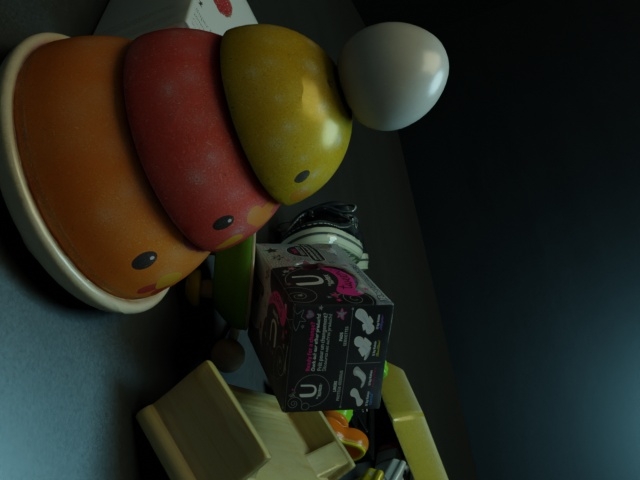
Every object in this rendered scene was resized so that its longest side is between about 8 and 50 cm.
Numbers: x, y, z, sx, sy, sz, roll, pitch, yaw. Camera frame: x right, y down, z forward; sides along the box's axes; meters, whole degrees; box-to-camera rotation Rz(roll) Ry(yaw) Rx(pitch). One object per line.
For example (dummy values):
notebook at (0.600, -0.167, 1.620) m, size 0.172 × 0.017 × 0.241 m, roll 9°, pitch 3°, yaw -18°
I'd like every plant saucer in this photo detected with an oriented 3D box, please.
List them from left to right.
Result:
plant saucer at (0.229, 0.480, 1.932) m, size 0.333 × 0.080 × 0.333 m, roll -112°, pitch -179°, yaw -72°

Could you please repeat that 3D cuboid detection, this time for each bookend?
bookend at (0.054, 0.358, 1.630) m, size 0.157 × 0.072 × 0.156 m, roll -84°, pitch 153°, yaw -54°

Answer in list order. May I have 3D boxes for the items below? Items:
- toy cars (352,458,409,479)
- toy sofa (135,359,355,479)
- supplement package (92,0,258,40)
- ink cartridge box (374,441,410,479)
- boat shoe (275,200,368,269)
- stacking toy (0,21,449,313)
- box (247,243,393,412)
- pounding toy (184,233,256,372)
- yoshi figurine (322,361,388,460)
toy cars at (0.097, 0.522, 1.578) m, size 0.177 × 0.087 × 0.393 m, roll -68°, pitch 160°, yaw -4°
toy sofa at (-0.106, 0.297, 1.072) m, size 0.150 × 0.177 × 0.362 m, roll 53°, pitch 7°, yaw 26°
supplement package at (-0.215, -0.301, 1.187) m, size 0.293 × 0.175 × 0.178 m, roll -89°, pitch 156°, yaw -47°
ink cartridge box at (0.170, 0.560, 1.850) m, size 0.135 × 0.056 × 0.099 m, roll -61°, pitch 132°, yaw -69°
boat shoe at (0.000, 0.000, 1.621) m, size 0.500 × 0.186 × 0.156 m, roll 19°, pitch 55°, yaw -79°
stacking toy at (-0.089, -0.135, 0.892) m, size 0.350 × 0.479 × 0.351 m, roll -17°, pitch 90°, yaw -74°
box at (-0.012, 0.113, 1.109) m, size 0.247 × 0.142 × 0.164 m, roll -133°, pitch -134°, yaw -65°
pounding toy at (-0.162, 0.065, 1.190) m, size 0.183 × 0.110 × 0.237 m, roll -100°, pitch -164°, yaw -62°
yoshi figurine at (0.027, 0.269, 1.454) m, size 0.362 × 0.203 × 0.203 m, roll -92°, pitch 175°, yaw -48°
